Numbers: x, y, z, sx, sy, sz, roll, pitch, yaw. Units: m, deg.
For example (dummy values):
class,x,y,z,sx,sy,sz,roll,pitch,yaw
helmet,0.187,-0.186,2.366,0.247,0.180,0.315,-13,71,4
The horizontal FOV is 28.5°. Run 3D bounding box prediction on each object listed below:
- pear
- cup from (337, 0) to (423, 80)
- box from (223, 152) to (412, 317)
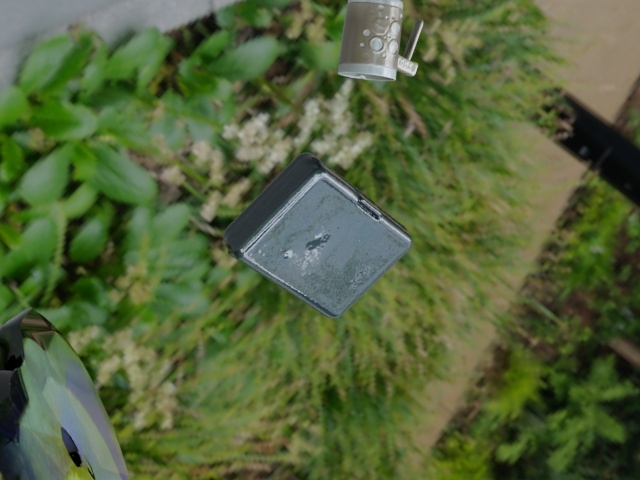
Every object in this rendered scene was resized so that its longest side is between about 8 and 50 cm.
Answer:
class,x,y,z,sx,sy,sz,roll,pitch,yaw
pear,-0.377,0.301,1.572,0.165,0.398,0.399,-21,160,4
cup,0.077,-0.247,1.539,0.074,0.102,0.099,-145,-118,-84
box,0.000,0.000,1.558,0.160,0.050,0.230,-45,137,9
